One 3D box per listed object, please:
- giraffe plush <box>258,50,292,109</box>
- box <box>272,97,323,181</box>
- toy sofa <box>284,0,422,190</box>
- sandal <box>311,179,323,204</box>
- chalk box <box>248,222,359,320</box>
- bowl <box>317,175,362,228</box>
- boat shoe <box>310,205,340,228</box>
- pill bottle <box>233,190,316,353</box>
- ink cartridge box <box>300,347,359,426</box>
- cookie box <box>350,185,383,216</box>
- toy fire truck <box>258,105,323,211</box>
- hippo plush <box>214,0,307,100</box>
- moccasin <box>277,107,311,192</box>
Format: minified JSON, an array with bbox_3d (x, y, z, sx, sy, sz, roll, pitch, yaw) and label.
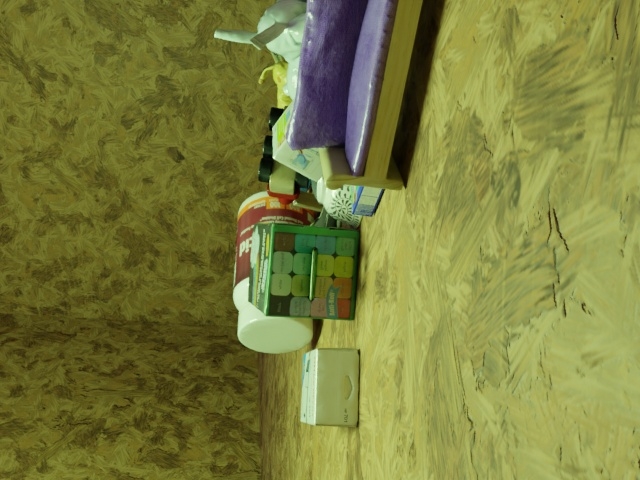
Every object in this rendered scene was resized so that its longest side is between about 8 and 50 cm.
[{"bbox_3d":[-0.027,-0.384,1.641,0.181,0.210,0.170,-50,38,-8],"label":"giraffe plush"},{"bbox_3d":[0.007,-0.231,1.254,0.203,0.103,0.114,-48,28,30],"label":"box"},{"bbox_3d":[0.054,-0.262,0.962,0.150,0.177,0.363,-101,18,-61],"label":"toy sofa"},{"bbox_3d":[0.030,-0.200,1.502,0.097,0.054,0.255,-22,60,49],"label":"sandal"},{"bbox_3d":[-0.031,0.059,1.337,0.289,0.179,0.180,-171,86,-75],"label":"chalk box"},{"bbox_3d":[0.037,-0.109,1.327,0.170,0.080,0.170,-176,90,-83],"label":"bowl"},{"bbox_3d":[0.000,0.000,1.555,0.081,0.068,0.228,-97,14,-52],"label":"boat shoe"},{"bbox_3d":[-0.117,0.081,1.782,0.224,0.223,0.392,105,166,-52],"label":"pill bottle"},{"bbox_3d":[0.015,0.279,1.281,0.191,0.082,0.140,120,153,-75],"label":"ink cartridge box"},{"bbox_3d":[0.081,-0.108,1.158,0.107,0.040,0.092,108,165,-56],"label":"cookie box"},{"bbox_3d":[-0.057,-0.181,1.672,0.246,0.158,0.217,96,-178,-67],"label":"toy fire truck"},{"bbox_3d":[0.003,-0.369,1.336,0.294,0.234,0.237,-46,-41,-24],"label":"hippo plush"},{"bbox_3d":[-0.085,-0.303,2.069,0.117,0.137,0.342,113,161,-78],"label":"moccasin"}]
